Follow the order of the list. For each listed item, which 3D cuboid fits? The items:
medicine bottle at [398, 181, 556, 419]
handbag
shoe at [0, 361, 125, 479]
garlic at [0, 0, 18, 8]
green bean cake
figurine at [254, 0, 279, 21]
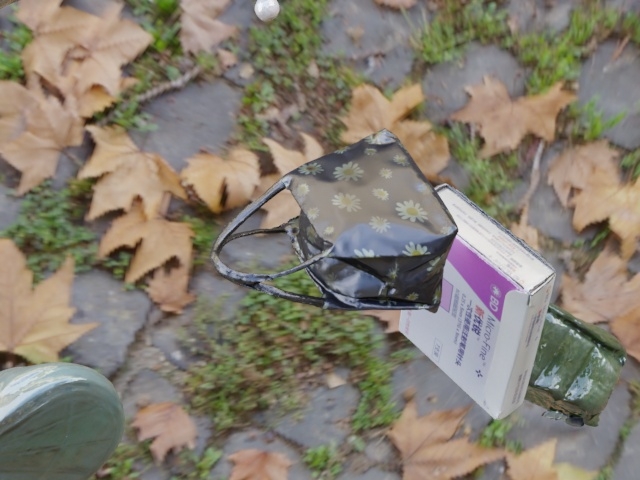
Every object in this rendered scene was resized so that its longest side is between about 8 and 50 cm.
[{"bbox_3d":[0.160,0.064,1.336,0.052,0.201,0.171,-26,52,-28],"label":"medicine bottle"},{"bbox_3d":[0.000,0.000,0.790,0.139,0.072,0.115,-13,45,-15],"label":"handbag"},{"bbox_3d":[-0.248,0.152,0.985,0.251,0.103,0.100,-37,40,24],"label":"shoe"},{"bbox_3d":[-0.130,-0.201,0.388,0.318,0.317,0.259,-5,86,10],"label":"garlic"},{"bbox_3d":[0.242,0.124,1.546,0.223,0.227,0.125,31,88,-4],"label":"green bean cake"},{"bbox_3d":[-0.055,-0.299,1.044,0.182,0.144,0.256,-2,68,38],"label":"figurine"}]
